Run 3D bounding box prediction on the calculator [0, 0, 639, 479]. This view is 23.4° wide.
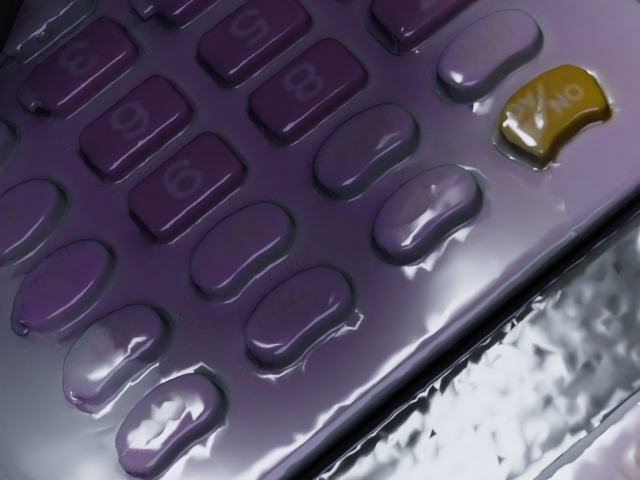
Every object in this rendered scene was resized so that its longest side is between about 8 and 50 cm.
[{"bbox_3d":[0.001,0.000,0.375,0.194,0.043,0.294,-39,62,-5],"label":"calculator"}]

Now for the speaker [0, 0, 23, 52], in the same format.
[{"bbox_3d":[-0.241,-0.156,0.317,0.406,0.184,0.183,18,59,-3],"label":"speaker"}]
